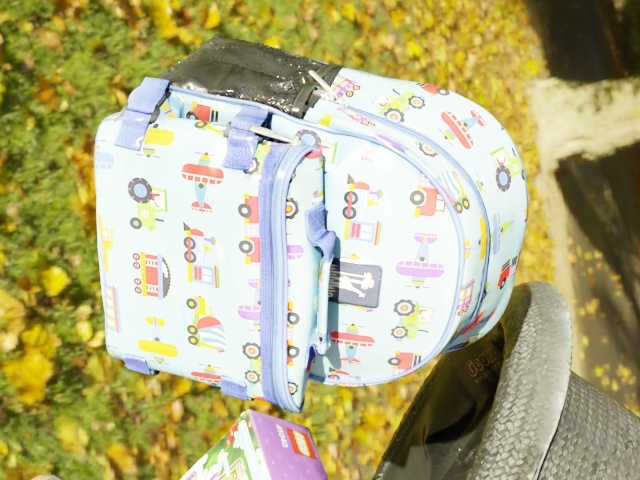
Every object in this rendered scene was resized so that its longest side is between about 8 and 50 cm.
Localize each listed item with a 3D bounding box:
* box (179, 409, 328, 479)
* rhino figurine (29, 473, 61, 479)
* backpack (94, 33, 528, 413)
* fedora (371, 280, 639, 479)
[{"bbox_3d":[-0.045,0.268,0.530,0.057,0.201,0.293,26,28,-38],"label":"box"},{"bbox_3d":[-0.123,0.212,0.421,0.073,0.106,0.243,-79,154,-63],"label":"rhino figurine"},{"bbox_3d":[0.000,0.000,0.450,0.117,0.173,0.158,-50,151,-58],"label":"backpack"},{"bbox_3d":[0.126,0.198,0.666,0.334,0.152,0.334,-155,-90,-88],"label":"fedora"}]
